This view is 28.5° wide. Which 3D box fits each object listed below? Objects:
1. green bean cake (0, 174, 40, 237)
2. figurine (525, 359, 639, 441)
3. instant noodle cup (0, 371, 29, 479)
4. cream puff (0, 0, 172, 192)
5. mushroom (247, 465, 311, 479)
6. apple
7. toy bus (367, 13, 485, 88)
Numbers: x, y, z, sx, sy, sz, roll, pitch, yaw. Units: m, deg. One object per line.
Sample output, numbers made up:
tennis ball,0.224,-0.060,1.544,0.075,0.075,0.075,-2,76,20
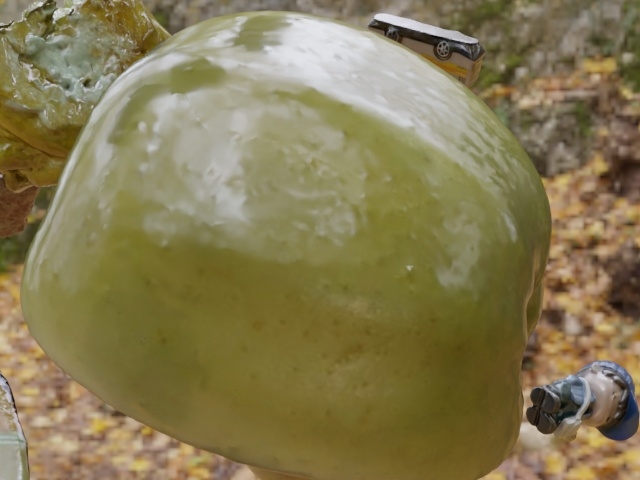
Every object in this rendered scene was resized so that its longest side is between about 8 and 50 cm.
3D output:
green bean cake,-0.427,-0.062,1.353,0.232,0.097,0.198,2,-30,-22
figurine,0.290,0.182,1.397,0.149,0.086,0.087,-4,16,-35
instant noodle cup,-0.284,0.191,0.652,0.296,0.296,0.214,1,-41,-2
cream puff,-0.234,-0.126,1.163,0.221,0.195,0.194,-24,8,-25
mushroom,0.016,0.076,1.155,0.290,0.292,0.292,42,17,25
apple,0.000,0.000,0.912,0.360,0.320,0.311,21,-5,7
toy bus,0.150,-0.274,1.826,0.172,0.072,0.057,20,33,20
